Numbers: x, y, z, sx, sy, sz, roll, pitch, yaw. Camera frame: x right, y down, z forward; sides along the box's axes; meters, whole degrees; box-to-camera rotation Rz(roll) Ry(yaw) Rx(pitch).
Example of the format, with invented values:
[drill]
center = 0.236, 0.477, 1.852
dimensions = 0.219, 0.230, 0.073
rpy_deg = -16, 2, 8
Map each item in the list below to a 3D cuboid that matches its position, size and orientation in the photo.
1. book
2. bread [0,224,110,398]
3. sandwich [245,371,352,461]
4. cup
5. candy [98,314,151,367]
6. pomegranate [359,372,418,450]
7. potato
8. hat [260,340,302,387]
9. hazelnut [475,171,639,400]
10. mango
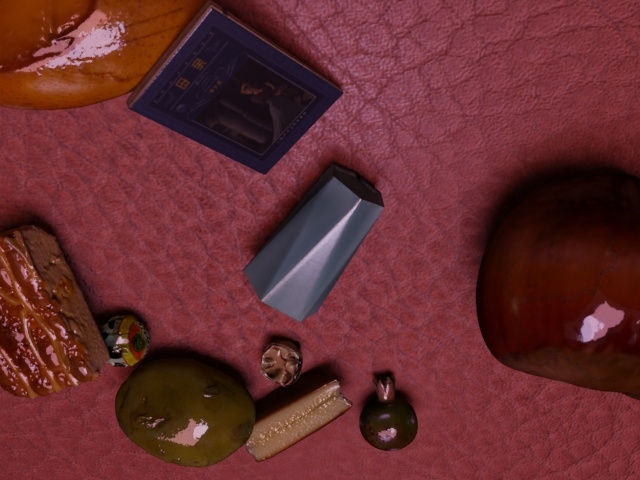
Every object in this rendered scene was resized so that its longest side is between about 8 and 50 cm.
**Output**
[book]
center = -0.117, -0.209, 1.111
dimensions = 0.191, 0.025, 0.269
rpy_deg = -44, 139, 21
[bread]
center = -0.489, 0.120, 1.265
dimensions = 0.184, 0.114, 0.275
rpy_deg = -17, 105, 19
[sandwich]
center = -0.045, 0.320, 1.439
dimensions = 0.244, 0.088, 0.090
rpy_deg = -34, 105, 20
[cup]
center = 0.000, 0.000, 1.242
dimensions = 0.134, 0.148, 0.236
rpy_deg = 41, 110, 8
[candy]
center = -0.454, 0.182, 1.370
dimensions = 0.305, 0.083, 0.091
rpy_deg = -2, 89, 9
[pomegranate]
center = 0.126, 0.323, 1.432
dimensions = 0.114, 0.114, 0.142
rpy_deg = -6, 95, 2
[potato]
center = -0.243, 0.307, 1.372
dimensions = 0.253, 0.186, 0.148
rpy_deg = 6, 149, -5
[hat]
center = -0.067, 0.219, 1.397
dimensions = 0.076, 0.059, 0.077
rpy_deg = 19, 113, 7
[hazelnut]
center = 0.448, 0.078, 1.171
dimensions = 0.409, 0.359, 0.359
rpy_deg = 5, 119, -13
[mango]
center = -0.324, -0.296, 1.053
dimensions = 0.350, 0.201, 0.199
rpy_deg = -13, 158, -4
